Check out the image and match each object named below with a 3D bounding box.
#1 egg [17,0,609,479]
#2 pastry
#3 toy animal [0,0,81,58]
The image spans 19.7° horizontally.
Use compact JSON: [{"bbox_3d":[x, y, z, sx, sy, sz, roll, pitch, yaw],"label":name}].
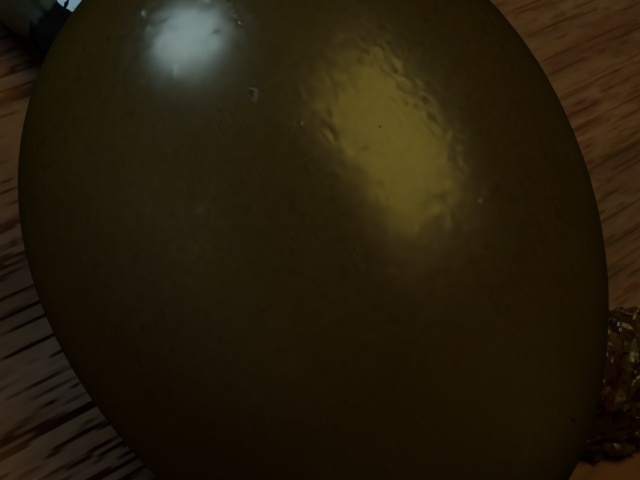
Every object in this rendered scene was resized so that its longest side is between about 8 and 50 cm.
[{"bbox_3d":[0.000,0.000,0.828,0.250,0.250,0.322,-7,56,-39],"label":"egg"},{"bbox_3d":[0.145,0.072,1.002,0.169,0.063,0.087,-7,54,-40],"label":"pastry"},{"bbox_3d":[-0.126,-0.144,1.030,0.121,0.094,0.225,-21,63,-44],"label":"toy animal"}]
